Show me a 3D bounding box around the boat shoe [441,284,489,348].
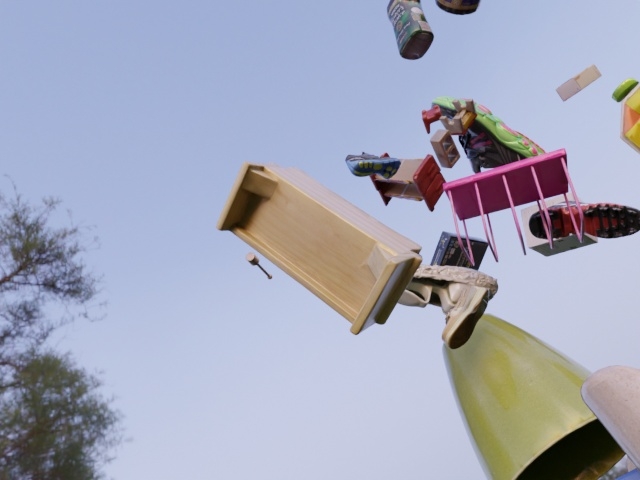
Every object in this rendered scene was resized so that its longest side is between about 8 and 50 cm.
[{"bbox_3d":[0.238,0.126,0.822,0.153,0.048,0.056,-41,-49,-38],"label":"boat shoe"}]

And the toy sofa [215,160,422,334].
[{"bbox_3d":[0.000,0.000,0.906,0.177,0.362,0.150,-10,-49,-61],"label":"toy sofa"}]

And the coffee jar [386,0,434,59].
[{"bbox_3d":[0.235,-0.579,1.283,0.078,0.185,0.096,0,-28,-21],"label":"coffee jar"}]

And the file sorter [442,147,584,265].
[{"bbox_3d":[0.491,-0.064,1.224,0.290,0.183,0.202,-16,-28,22],"label":"file sorter"}]

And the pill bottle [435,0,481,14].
[{"bbox_3d":[0.371,-0.700,1.215,0.122,0.123,0.219,-18,-36,-17],"label":"pill bottle"}]

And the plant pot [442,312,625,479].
[{"bbox_3d":[0.358,0.283,0.887,0.274,0.294,0.275,-12,-53,-16],"label":"plant pot"}]

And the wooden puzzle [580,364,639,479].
[{"bbox_3d":[0.282,0.264,0.293,0.080,0.322,0.348,-36,-42,11],"label":"wooden puzzle"}]

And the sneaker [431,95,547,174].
[{"bbox_3d":[0.571,-0.351,1.729,0.185,0.483,0.202,-20,-32,-53],"label":"sneaker"}]

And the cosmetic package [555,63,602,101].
[{"bbox_3d":[0.673,-0.412,1.260,0.115,0.041,0.060,-33,-2,-30],"label":"cosmetic package"}]

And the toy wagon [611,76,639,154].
[{"bbox_3d":[0.772,-0.303,0.946,0.068,0.267,0.344,-8,-36,-43],"label":"toy wagon"}]

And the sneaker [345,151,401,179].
[{"bbox_3d":[0.148,-0.213,1.325,0.188,0.078,0.067,-3,-46,-36],"label":"sneaker"}]

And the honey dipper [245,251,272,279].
[{"bbox_3d":[-0.185,0.083,1.490,0.030,0.031,0.161,-33,-32,-1],"label":"honey dipper"}]

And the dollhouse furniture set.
[{"bbox_3d":[0.355,-0.287,1.602,0.374,0.201,0.152,-52,-51,-19],"label":"dollhouse furniture set"}]

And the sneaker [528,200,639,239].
[{"bbox_3d":[0.724,-0.061,1.318,0.135,0.275,0.098,-26,-71,-50],"label":"sneaker"}]

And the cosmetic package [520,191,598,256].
[{"bbox_3d":[0.827,-0.051,1.680,0.151,0.152,0.183,17,-28,-39],"label":"cosmetic package"}]

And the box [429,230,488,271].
[{"bbox_3d":[0.496,0.092,1.780,0.183,0.059,0.233,9,-71,-25],"label":"box"}]

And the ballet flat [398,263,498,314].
[{"bbox_3d":[0.300,0.140,1.323,0.408,0.147,0.147,11,-54,-8],"label":"ballet flat"}]
